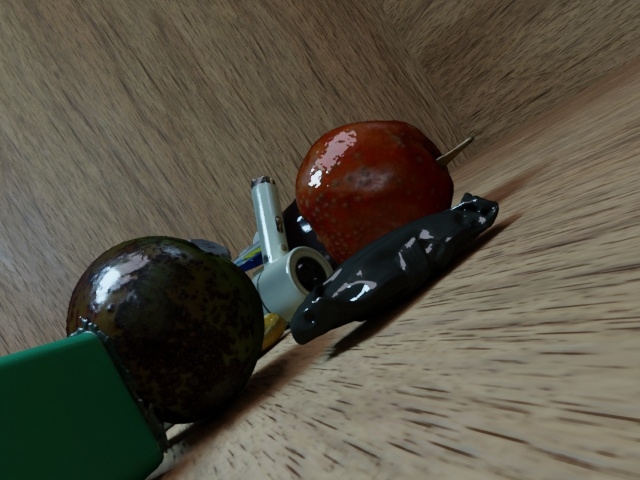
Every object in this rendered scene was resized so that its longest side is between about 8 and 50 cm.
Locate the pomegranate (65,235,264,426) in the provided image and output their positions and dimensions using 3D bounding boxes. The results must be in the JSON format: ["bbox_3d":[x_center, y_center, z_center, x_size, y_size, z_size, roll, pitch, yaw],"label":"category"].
[{"bbox_3d":[-0.231,0.165,0.887,0.341,0.284,0.285,-64,-1,2],"label":"pomegranate"}]

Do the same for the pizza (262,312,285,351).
[{"bbox_3d":[-0.173,0.192,1.230,0.193,0.069,0.154,-2,21,37],"label":"pizza"}]

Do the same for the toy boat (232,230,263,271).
[{"bbox_3d":[-0.176,0.025,1.857,0.295,0.088,0.129,-33,2,32],"label":"toy boat"}]

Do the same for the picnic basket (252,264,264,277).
[{"bbox_3d":[-0.047,0.075,1.858,0.266,0.139,0.165,-34,1,30],"label":"picnic basket"}]

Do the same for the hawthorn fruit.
[{"bbox_3d":[0.125,-0.099,1.151,0.330,0.287,0.287,-28,2,15],"label":"hawthorn fruit"}]

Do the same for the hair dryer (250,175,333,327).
[{"bbox_3d":[-0.098,0.004,1.375,0.128,0.362,0.203,11,-33,-40],"label":"hair dryer"}]

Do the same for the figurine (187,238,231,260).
[{"bbox_3d":[-0.291,0.189,1.369,0.207,0.166,0.387,-5,-63,-67],"label":"figurine"}]

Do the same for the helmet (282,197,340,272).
[{"bbox_3d":[0.000,0.000,1.481,0.305,0.225,0.177,-33,6,46],"label":"helmet"}]

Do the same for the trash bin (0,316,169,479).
[{"bbox_3d":[-0.369,0.233,0.614,0.259,0.295,0.381,-33,-5,27],"label":"trash bin"}]

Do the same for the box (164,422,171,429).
[{"bbox_3d":[-0.297,0.287,1.096,0.225,0.086,0.129,-34,0,-17],"label":"box"}]

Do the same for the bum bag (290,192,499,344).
[{"bbox_3d":[0.092,0.037,0.812,0.326,0.080,0.142,-31,6,-26],"label":"bum bag"}]
